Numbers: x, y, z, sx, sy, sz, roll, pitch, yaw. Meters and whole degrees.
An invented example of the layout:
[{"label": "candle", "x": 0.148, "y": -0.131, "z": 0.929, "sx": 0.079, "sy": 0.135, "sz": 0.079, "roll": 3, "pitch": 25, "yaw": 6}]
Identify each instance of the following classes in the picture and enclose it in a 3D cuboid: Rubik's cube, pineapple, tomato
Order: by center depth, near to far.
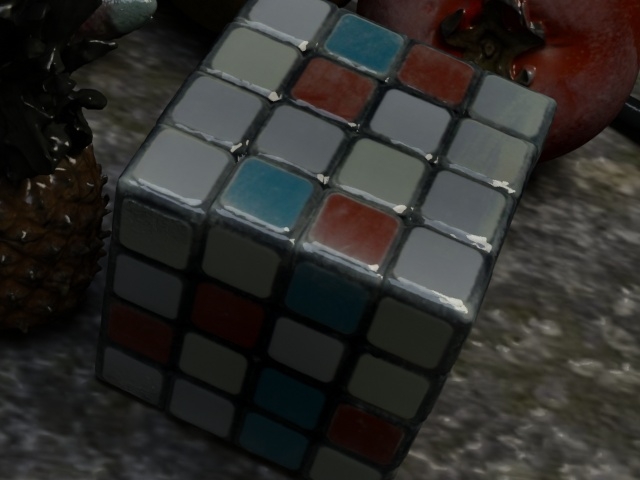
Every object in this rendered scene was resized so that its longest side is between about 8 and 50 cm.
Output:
[{"label": "pineapple", "x": -0.228, "y": -0.093, "z": 0.905, "sx": 0.166, "sy": 0.364, "sz": 0.165, "roll": 6, "pitch": 46, "yaw": -6}, {"label": "Rubik's cube", "x": 0.000, "y": 0.001, "z": 0.960, "sx": 0.253, "sy": 0.256, "sz": 0.259, "roll": 23, "pitch": 49, "yaw": 4}, {"label": "tomato", "x": 0.169, "y": -0.207, "z": 1.176, "sx": 0.270, "sy": 0.270, "sz": 0.227, "roll": 23, "pitch": 29, "yaw": 4}]

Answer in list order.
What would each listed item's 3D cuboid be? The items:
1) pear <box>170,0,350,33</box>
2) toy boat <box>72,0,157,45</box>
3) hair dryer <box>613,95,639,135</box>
[{"label": "pear", "x": -0.058, "y": -0.292, "z": 1.214, "sx": 0.188, "sy": 0.228, "sz": 0.211, "roll": 20, "pitch": 42, "yaw": -50}, {"label": "toy boat", "x": -0.262, "y": -0.257, "z": 1.155, "sx": 0.228, "sy": 0.085, "sz": 0.155, "roll": 1, "pitch": 84, "yaw": 9}, {"label": "hair dryer", "x": 0.370, "y": -0.109, "z": 1.286, "sx": 0.219, "sy": 0.071, "sz": 0.124, "roll": 30, "pitch": 48, "yaw": 21}]
